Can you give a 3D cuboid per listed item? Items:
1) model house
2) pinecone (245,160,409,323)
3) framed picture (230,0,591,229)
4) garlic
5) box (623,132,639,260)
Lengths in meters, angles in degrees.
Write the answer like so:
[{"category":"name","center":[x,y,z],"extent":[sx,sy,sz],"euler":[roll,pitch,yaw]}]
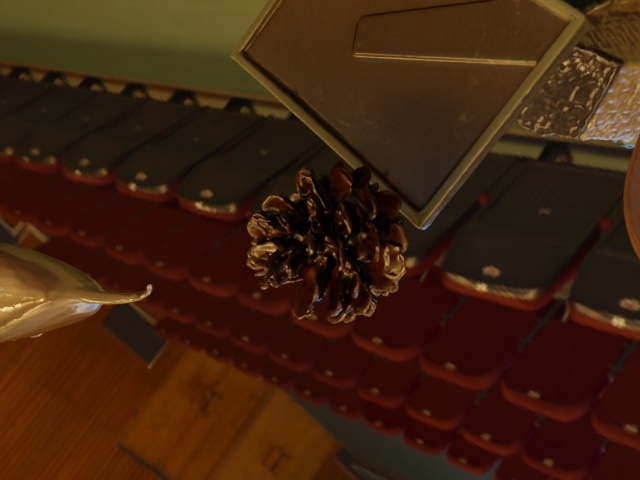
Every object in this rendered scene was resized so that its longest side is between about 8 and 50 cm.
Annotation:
[{"category":"model house","center":[0.423,-0.323,1.482],"extent":[0.243,0.284,0.299],"euler":[114,145,-45]},{"category":"pinecone","center":[0.001,0.001,0.733],"extent":[0.120,0.140,0.140],"euler":[-5,-172,-35]},{"category":"framed picture","center":[0.068,-0.196,0.864],"extent":[0.324,0.240,0.020],"euler":[44,-167,32]},{"category":"garlic","center":[-0.290,0.056,0.898],"extent":[0.266,0.148,0.129],"euler":[-2,112,56]},{"category":"box","center":[0.391,-0.034,0.688],"extent":[0.216,0.301,0.301],"euler":[12,178,-43]}]
